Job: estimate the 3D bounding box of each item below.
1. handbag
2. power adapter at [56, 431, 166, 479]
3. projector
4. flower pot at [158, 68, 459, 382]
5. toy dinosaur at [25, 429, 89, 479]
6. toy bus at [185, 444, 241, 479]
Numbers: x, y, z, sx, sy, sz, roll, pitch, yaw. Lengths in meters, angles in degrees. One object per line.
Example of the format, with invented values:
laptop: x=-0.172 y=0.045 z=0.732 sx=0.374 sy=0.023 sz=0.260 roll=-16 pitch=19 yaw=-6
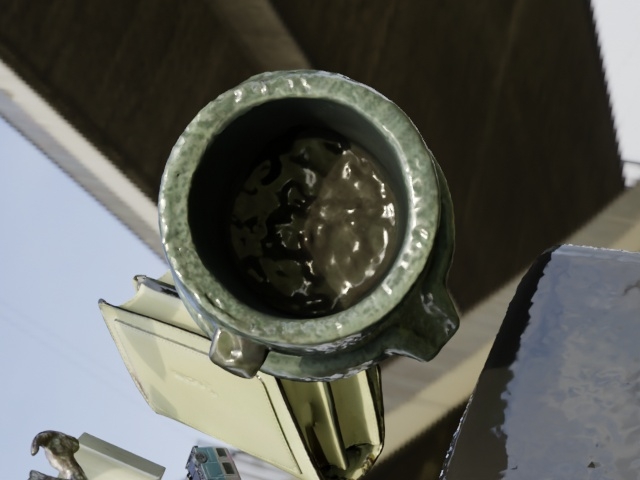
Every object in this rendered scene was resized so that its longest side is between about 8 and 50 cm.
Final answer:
handbag: x=-0.097 y=0.168 z=1.740 sx=0.160 sy=0.358 sz=0.237 roll=-35 pitch=-56 yaw=-33
power adapter: x=-0.274 y=0.375 z=1.899 sx=0.125 sy=0.205 sz=0.130 roll=-95 pitch=30 yaw=-88
projector: x=0.362 y=0.229 z=1.391 sx=0.405 sy=0.395 sz=0.242 roll=-61 pitch=-33 yaw=-39
flower pot: x=0.000 y=0.003 z=1.245 sx=0.283 sy=0.299 sz=0.299 roll=77 pitch=-153 yaw=-83
toy dinosaur: x=-0.291 y=0.329 z=1.582 sx=0.077 sy=0.162 sz=0.294 roll=-48 pitch=17 yaw=4
toy bus: x=-0.163 y=0.387 z=2.136 sx=0.075 sy=0.123 sz=0.060 roll=-1 pitch=-49 yaw=-28
